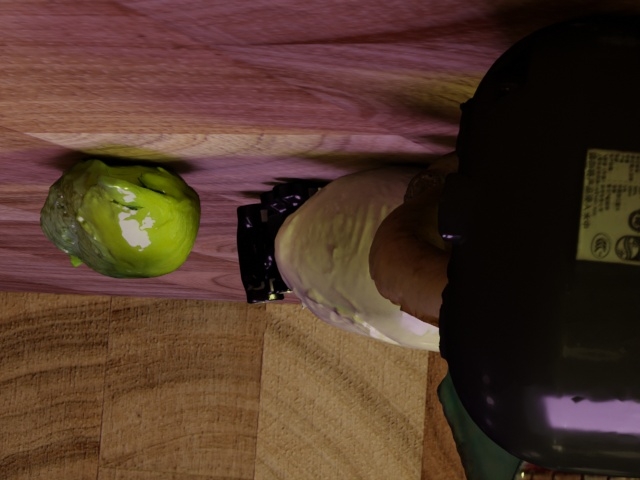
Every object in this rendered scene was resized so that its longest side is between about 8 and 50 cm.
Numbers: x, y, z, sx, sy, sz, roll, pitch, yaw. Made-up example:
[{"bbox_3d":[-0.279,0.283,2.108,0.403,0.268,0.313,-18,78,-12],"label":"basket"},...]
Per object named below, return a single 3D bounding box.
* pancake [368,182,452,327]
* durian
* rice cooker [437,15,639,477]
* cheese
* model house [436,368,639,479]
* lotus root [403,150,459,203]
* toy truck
[{"bbox_3d":[0.232,0.010,1.304,0.382,0.071,0.382,0,-159,0],"label":"pancake"},{"bbox_3d":[-0.179,-0.018,1.757,0.139,0.101,0.250,7,174,-23],"label":"durian"},{"bbox_3d":[0.180,0.006,1.023,0.224,0.267,0.267,6,175,10],"label":"rice cooker"},{"bbox_3d":[0.082,0.016,1.637,0.189,0.154,0.198,19,-177,37],"label":"cheese"},{"bbox_3d":[0.241,0.173,1.810,0.280,0.249,0.230,8,174,-36],"label":"model house"},{"bbox_3d":[0.144,-0.030,1.506,0.179,0.089,0.080,3,-143,-29],"label":"lotus root"},{"bbox_3d":[0.000,0.000,1.864,0.125,0.101,0.242,-7,176,-19],"label":"toy truck"}]
